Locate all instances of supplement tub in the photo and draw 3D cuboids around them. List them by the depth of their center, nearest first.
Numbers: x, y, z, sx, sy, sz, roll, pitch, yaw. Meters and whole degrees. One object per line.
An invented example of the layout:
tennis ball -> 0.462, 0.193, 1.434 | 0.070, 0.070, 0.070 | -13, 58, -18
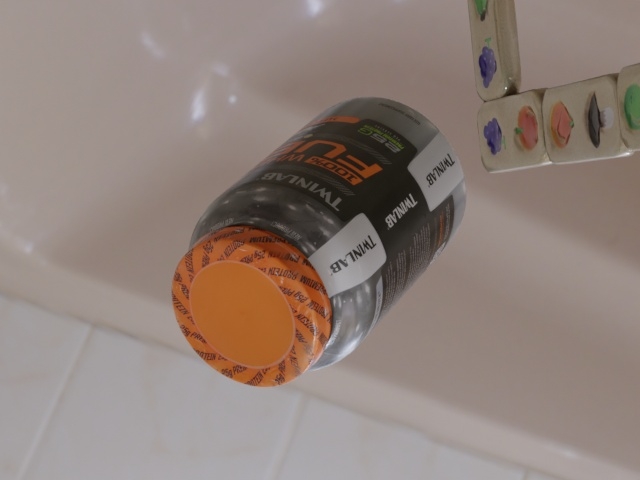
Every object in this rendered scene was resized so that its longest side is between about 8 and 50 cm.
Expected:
supplement tub -> 0.000, 0.000, 0.953 | 0.117, 0.190, 0.117 | 13, 121, 22

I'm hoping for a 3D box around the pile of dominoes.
pile of dominoes -> 0.085, -0.125, 0.545 | 0.040, 0.196, 0.251 | -6, 180, -19
